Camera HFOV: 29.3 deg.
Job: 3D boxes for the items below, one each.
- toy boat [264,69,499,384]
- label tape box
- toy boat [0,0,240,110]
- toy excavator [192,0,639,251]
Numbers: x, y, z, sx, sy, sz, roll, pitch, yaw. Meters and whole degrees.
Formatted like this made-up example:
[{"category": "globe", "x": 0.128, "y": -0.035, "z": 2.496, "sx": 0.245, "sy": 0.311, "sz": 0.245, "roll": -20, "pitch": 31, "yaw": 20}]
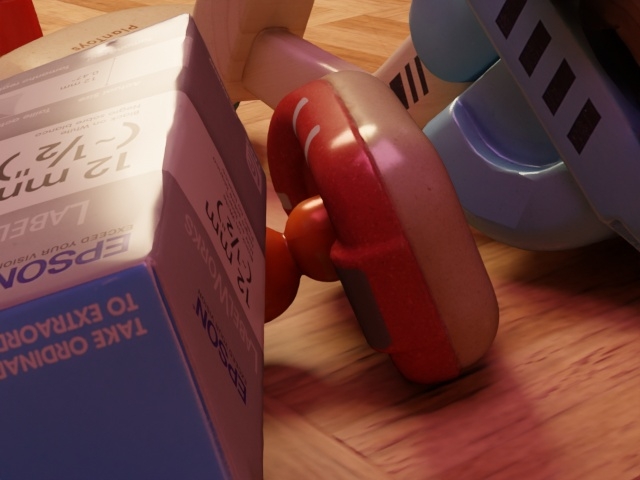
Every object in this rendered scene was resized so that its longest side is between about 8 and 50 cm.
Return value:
[{"category": "toy boat", "x": 0.000, "y": 0.000, "z": 0.705, "sx": 0.151, "sy": 0.151, "sz": 0.231, "roll": -23, "pitch": 22, "yaw": 1}, {"category": "label tape box", "x": -0.157, "y": 0.051, "z": 0.512, "sx": 0.249, "sy": 0.115, "sz": 0.348, "roll": -17, "pitch": 29, "yaw": 9}, {"category": "toy boat", "x": -0.213, "y": -0.137, "z": 1.123, "sx": 0.267, "sy": 0.148, "sz": 0.318, "roll": -27, "pitch": 37, "yaw": -32}, {"category": "toy excavator", "x": 0.116, "y": -0.116, "z": 0.840, "sx": 0.222, "sy": 0.433, "sz": 0.445, "roll": -12, "pitch": -23, "yaw": -47}]
